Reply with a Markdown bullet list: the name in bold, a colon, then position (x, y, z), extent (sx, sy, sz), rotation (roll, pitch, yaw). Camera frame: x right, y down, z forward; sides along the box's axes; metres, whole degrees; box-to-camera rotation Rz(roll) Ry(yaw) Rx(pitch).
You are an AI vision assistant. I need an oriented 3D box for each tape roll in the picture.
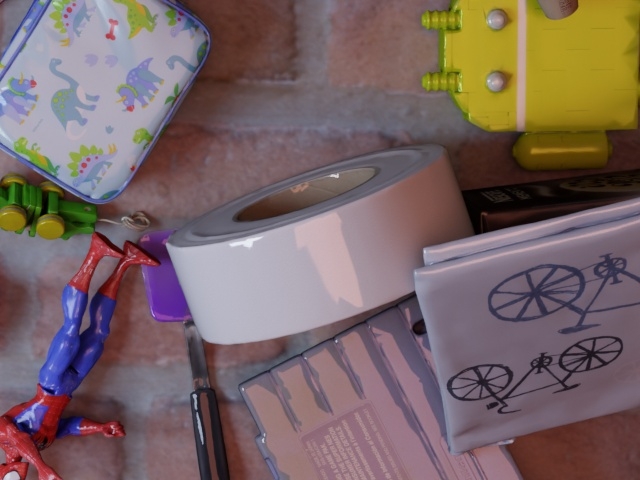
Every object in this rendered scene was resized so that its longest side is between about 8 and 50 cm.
- **tape roll**: position (0.000, 0.000, 1.653), extent (0.286, 0.286, 0.100), rotation (-19, 101, -1)

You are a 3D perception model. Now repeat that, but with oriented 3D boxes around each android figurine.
- **android figurine**: position (0.235, -0.194, 1.757), extent (0.273, 0.056, 0.248), rotation (0, 100, -7)

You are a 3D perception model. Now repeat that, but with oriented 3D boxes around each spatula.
- **spatula**: position (-0.125, 0.134, 1.792), extent (0.084, 0.030, 0.296), rotation (-9, 100, -4)

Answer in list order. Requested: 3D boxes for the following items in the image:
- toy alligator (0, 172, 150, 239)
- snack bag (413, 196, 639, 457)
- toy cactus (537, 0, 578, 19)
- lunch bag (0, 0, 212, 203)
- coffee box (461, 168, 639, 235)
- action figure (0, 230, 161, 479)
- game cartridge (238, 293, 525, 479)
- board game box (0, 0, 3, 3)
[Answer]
- **toy alligator**: position (-0.268, -0.022, 1.747), extent (0.190, 0.056, 0.051), rotation (13, 135, -22)
- **snack bag**: position (0.259, 0.076, 1.626), extent (0.323, 0.037, 0.342), rotation (-15, 144, 1)
- **toy cactus**: position (0.213, -0.293, 1.652), extent (0.219, 0.112, 0.180), rotation (-35, 124, -15)
- **lunch bag**: position (-0.222, -0.163, 1.704), extent (0.176, 0.090, 0.219), rotation (31, 96, -10)
- **coffee box**: position (0.295, -0.002, 1.736), extent (0.297, 0.168, 0.118), rotation (-7, 100, -4)
- **action figure**: position (-0.234, 0.147, 1.732), extent (0.139, 0.091, 0.280), rotation (36, 101, 34)
- **game cartridge**: position (0.088, 0.258, 1.783), extent (0.230, 0.068, 0.355), rotation (-26, 88, 0)
- **board game box**: position (-0.375, -0.278, 1.705), extent (0.281, 0.027, 0.145), rotation (-36, 102, 2)
